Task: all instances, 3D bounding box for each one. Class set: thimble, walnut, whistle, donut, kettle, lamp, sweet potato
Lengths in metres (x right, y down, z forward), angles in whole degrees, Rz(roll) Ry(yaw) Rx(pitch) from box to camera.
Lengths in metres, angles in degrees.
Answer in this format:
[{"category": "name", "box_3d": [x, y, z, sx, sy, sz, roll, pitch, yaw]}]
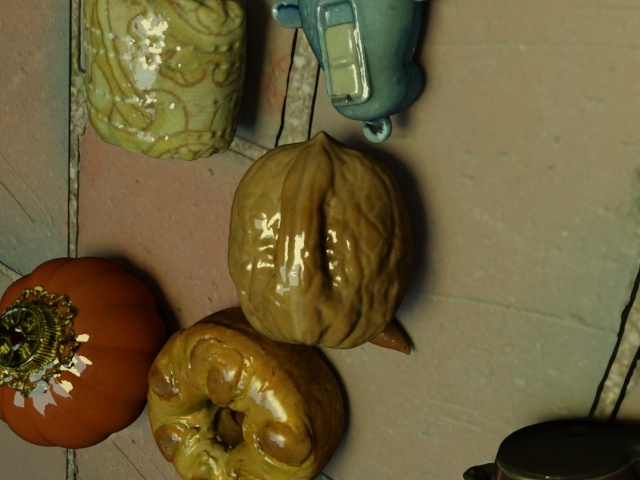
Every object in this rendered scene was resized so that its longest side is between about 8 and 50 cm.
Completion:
[{"category": "thimble", "box_3d": [-0.151, -0.169, 0.723, 0.190, 0.137, 0.143, 32, 127, 43]}, {"category": "walnut", "box_3d": [0.000, 0.000, 0.656, 0.155, 0.155, 0.184, 6, 101, 37]}, {"category": "whistle", "box_3d": [0.027, -0.210, 0.605, 0.180, 0.093, 0.269, -1, 99, 32]}, {"category": "donut", "box_3d": [-0.082, 0.179, 0.809, 0.227, 0.114, 0.226, 15, 115, 34]}, {"category": "kettle", "box_3d": [0.222, 0.255, 0.590, 0.202, 0.144, 0.232, -7, 100, 20]}, {"category": "lamp", "box_3d": [-0.283, 0.126, 0.896, 0.223, 0.196, 0.223, -6, 72, 19]}, {"category": "sweet potato", "box_3d": [0.046, 0.077, 0.726, 0.095, 0.034, 0.034, 30, 123, 14]}]
